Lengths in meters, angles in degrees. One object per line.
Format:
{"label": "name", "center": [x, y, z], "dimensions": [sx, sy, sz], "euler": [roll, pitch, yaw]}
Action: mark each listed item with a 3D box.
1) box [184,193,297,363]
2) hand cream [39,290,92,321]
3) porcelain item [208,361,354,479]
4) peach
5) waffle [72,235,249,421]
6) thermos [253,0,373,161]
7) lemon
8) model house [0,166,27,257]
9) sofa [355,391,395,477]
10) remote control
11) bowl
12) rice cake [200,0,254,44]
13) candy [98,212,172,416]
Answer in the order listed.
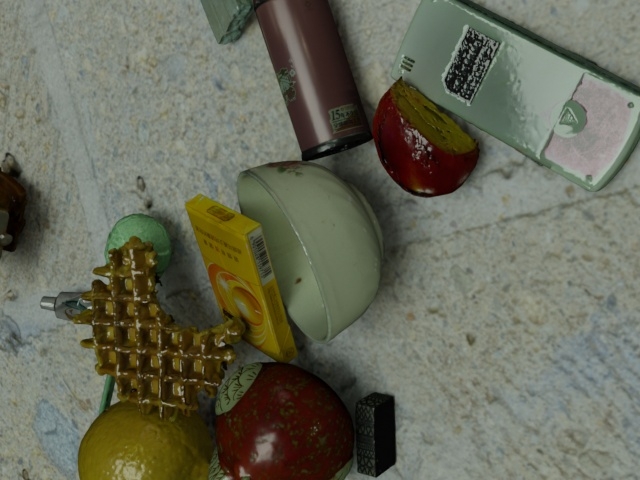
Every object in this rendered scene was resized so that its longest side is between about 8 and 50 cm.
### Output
{"label": "box", "center": [-0.123, 0.064, 1.394], "dimensions": [0.152, 0.043, 0.269], "euler": [26, 141, 42]}
{"label": "hand cream", "center": [-0.414, 0.137, 1.677], "dimensions": [0.257, 0.050, 0.084], "euler": [6, 106, 19]}
{"label": "porcelain item", "center": [-0.076, 0.316, 1.369], "dimensions": [0.253, 0.253, 0.253], "euler": [7, 104, 31]}
{"label": "peach", "center": [0.133, -0.133, 1.219], "dimensions": [0.127, 0.092, 0.172], "euler": [-14, 116, 49]}
{"label": "waffle", "center": [-0.272, 0.156, 1.462], "dimensions": [0.293, 0.069, 0.259], "euler": [43, 112, 14]}
{"label": "thermos", "center": [-0.024, -0.289, 1.315], "dimensions": [0.110, 0.136, 0.330], "euler": [-18, 90, 6]}
{"label": "lemon", "center": [-0.295, 0.383, 1.541], "dimensions": [0.253, 0.228, 0.228], "euler": [10, 106, 46]}
{"label": "model house", "center": [-0.690, -0.042, 1.738], "dimensions": [0.229, 0.220, 0.199], "euler": [-107, 28, -55]}
{"label": "sofa", "center": [0.086, 0.302, 1.385], "dimensions": [0.039, 0.060, 0.118], "euler": [7, 105, 38]}
{"label": "remote control", "center": [0.258, -0.203, 1.174], "dimensions": [0.344, 0.050, 0.145], "euler": [35, 117, 22]}
{"label": "bowl", "center": [0.000, 0.000, 1.297], "dimensions": [0.277, 0.145, 0.277], "euler": [56, 160, 32]}
{"label": "rice cake", "center": [-0.169, -0.426, 1.385], "dimensions": [0.211, 0.038, 0.124], "euler": [65, 152, 8]}
{"label": "candy", "center": [-0.354, 0.162, 1.591], "dimensions": [0.119, 0.119, 0.439], "euler": [23, 108, 27]}
